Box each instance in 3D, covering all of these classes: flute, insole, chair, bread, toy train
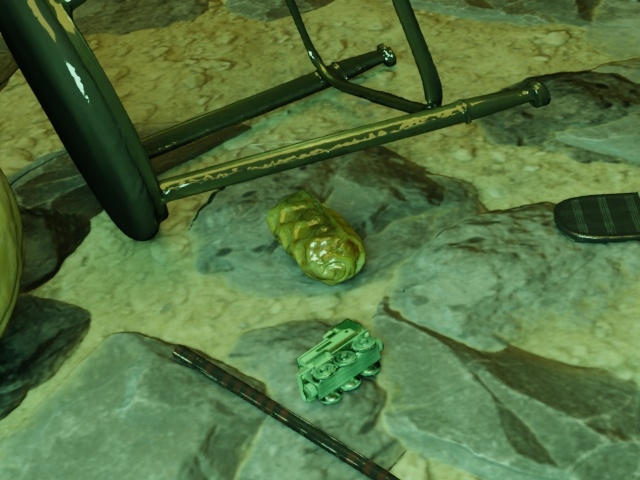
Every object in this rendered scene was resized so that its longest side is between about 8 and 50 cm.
[{"bbox_3d":[-0.031,0.140,0.926,0.269,0.014,0.014,26,47,38],"label":"flute"},{"bbox_3d":[0.375,-0.036,1.092,0.309,0.012,0.110,-5,36,4],"label":"insole"},{"bbox_3d":[-0.084,-0.223,1.147,0.410,0.364,0.362,-31,25,-13],"label":"chair"},{"bbox_3d":[0.000,0.000,1.078,0.066,0.060,0.110,5,25,-32],"label":"bread"},{"bbox_3d":[0.012,0.101,0.954,0.083,0.033,0.053,-31,36,-28],"label":"toy train"}]

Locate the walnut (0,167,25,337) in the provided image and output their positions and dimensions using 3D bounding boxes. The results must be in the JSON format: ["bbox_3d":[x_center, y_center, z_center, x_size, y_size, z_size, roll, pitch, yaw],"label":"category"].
[{"bbox_3d":[-0.403,-0.002,0.948,0.333,0.333,0.333,-6,35,4],"label":"walnut"}]
